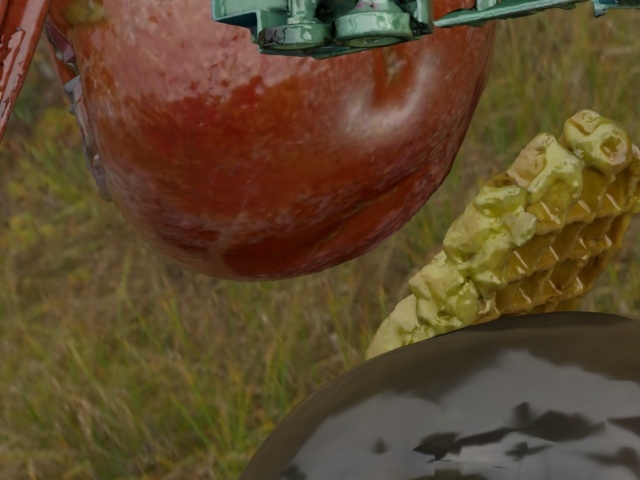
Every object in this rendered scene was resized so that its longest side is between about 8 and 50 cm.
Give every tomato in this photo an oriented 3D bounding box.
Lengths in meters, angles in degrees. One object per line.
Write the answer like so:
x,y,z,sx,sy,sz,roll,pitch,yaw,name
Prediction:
-0.024,-0.099,0.728,0.188,0.232,0.232,-20,49,-10,tomato

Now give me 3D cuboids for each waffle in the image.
0.129,0.007,1.085,0.055,0.211,0.160,46,34,24,waffle

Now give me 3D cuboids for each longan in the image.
0.120,0.173,0.897,0.350,0.288,0.288,-3,50,2,longan

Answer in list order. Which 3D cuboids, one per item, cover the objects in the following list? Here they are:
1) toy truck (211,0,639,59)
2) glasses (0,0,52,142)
0.053,-0.084,0.475,0.175,0.081,0.067,-7,85,35,toy truck
0.000,0.000,0.336,0.234,0.118,0.268,22,91,33,glasses
